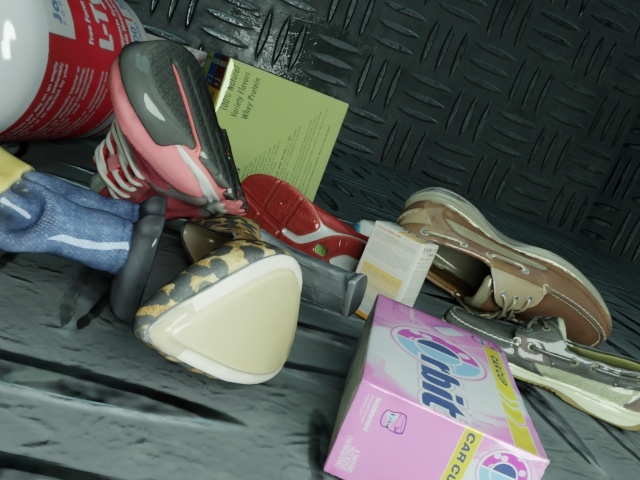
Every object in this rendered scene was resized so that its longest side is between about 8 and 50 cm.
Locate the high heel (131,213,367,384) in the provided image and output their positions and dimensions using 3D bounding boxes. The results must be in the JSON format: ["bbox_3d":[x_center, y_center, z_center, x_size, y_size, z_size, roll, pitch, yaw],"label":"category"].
[{"bbox_3d":[-0.093,0.025,0.434,0.186,0.093,0.261,19,9,23],"label":"high heel"}]

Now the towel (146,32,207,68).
[{"bbox_3d":[-0.285,-0.296,1.195,0.316,0.054,0.332,23,-14,21],"label":"towel"}]

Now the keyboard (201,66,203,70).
[{"bbox_3d":[-0.159,-0.208,1.083,0.201,0.033,0.317,23,-16,21],"label":"keyboard"}]

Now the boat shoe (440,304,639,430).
[{"bbox_3d":[0.236,0.113,0.607,0.223,0.074,0.080,25,13,15],"label":"boat shoe"}]

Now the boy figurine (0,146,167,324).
[{"bbox_3d":[-0.245,-0.027,0.372,0.284,0.092,0.177,16,14,-19],"label":"boy figurine"}]

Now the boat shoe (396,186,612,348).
[{"bbox_3d":[0.237,0.060,0.794,0.324,0.123,0.116,32,48,8],"label":"boat shoe"}]

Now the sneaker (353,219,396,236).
[{"bbox_3d":[0.161,0.000,0.916,0.228,0.092,0.087,16,15,-16],"label":"sneaker"}]

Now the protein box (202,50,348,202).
[{"bbox_3d":[-0.100,-0.165,0.927,0.201,0.200,0.136,14,14,-29],"label":"protein box"}]

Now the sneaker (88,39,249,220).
[{"bbox_3d":[-0.146,-0.061,0.516,0.136,0.116,0.314,-17,-8,-4],"label":"sneaker"}]

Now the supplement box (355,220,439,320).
[{"bbox_3d":[0.071,0.036,0.599,0.062,0.099,0.036,31,16,35],"label":"supplement box"}]

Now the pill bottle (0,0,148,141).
[{"bbox_3d":[-0.378,-0.229,0.676,0.228,0.229,0.408,22,13,2],"label":"pill bottle"}]

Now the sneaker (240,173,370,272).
[{"bbox_3d":[0.000,0.000,0.724,0.221,0.087,0.128,38,9,17],"label":"sneaker"}]

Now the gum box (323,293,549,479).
[{"bbox_3d":[0.073,0.105,0.403,0.107,0.062,0.188,22,13,4],"label":"gum box"}]
